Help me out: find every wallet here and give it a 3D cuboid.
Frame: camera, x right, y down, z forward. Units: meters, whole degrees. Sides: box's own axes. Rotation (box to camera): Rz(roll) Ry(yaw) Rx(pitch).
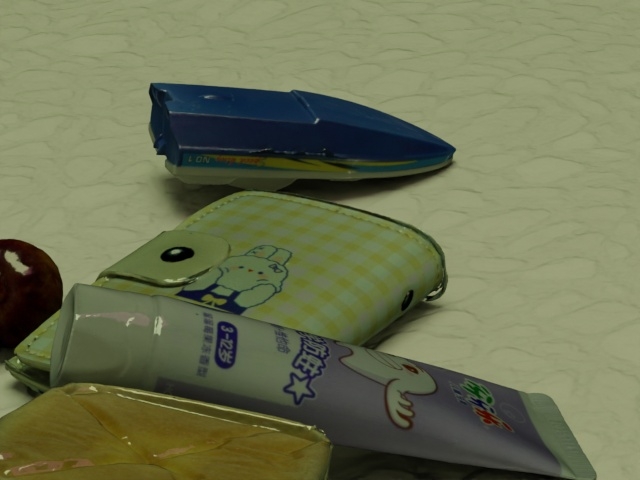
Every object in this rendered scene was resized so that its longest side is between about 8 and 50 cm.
[{"bbox_3d":[-0.069,0.055,1.481,0.223,0.077,0.309,19,32,31],"label":"wallet"}]

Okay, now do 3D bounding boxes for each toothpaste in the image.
[{"bbox_3d":[0.003,0.104,1.309,0.371,0.080,0.125,14,20,-15],"label":"toothpaste"}]

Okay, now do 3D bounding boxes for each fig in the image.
[{"bbox_3d":[-0.238,0.044,1.519,0.089,0.089,0.125,3,-5,10],"label":"fig"}]

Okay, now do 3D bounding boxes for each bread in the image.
[{"bbox_3d":[-0.107,0.172,1.149,0.210,0.109,0.192,8,16,9],"label":"bread"}]

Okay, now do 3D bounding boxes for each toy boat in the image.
[{"bbox_3d":[-0.011,-0.088,1.786,0.295,0.088,0.129,2,22,-18],"label":"toy boat"}]
